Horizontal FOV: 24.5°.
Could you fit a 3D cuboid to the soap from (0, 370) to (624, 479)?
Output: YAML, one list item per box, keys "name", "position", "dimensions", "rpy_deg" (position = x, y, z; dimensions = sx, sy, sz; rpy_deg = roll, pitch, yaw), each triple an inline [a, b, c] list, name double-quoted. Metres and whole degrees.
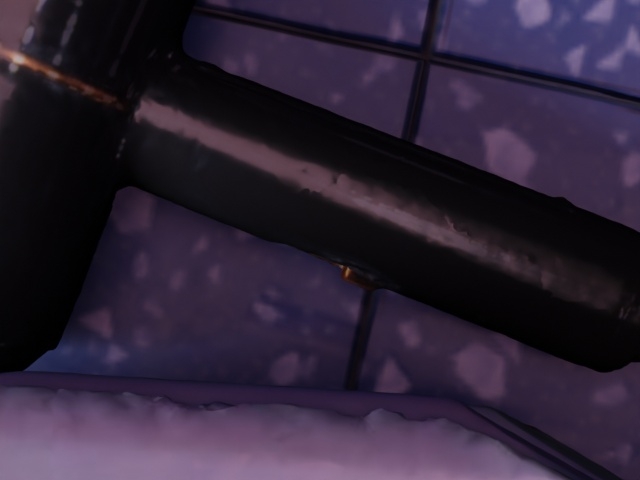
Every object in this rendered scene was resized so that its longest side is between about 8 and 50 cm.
- name: "soap"
  position: [-0.026, 0.175, 0.451]
  dimensions: [0.446, 0.156, 0.261]
  rpy_deg: [4, 83, 7]

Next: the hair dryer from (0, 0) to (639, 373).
- name: "hair dryer"
  position: [0.000, 0.000, 0.528]
  dimensions: [0.352, 0.107, 0.189]
  rpy_deg: [22, 90, -5]
